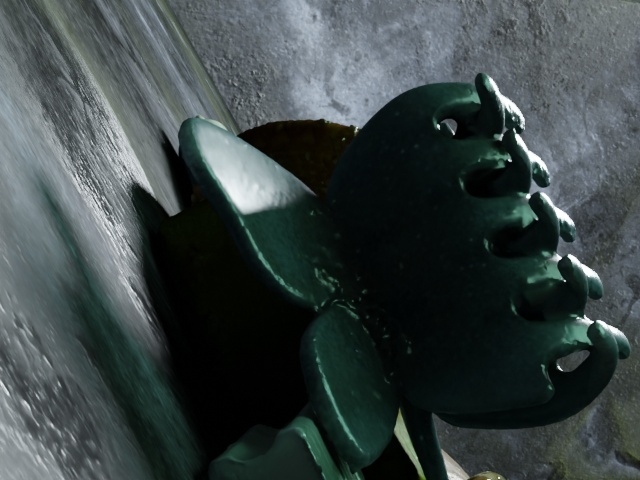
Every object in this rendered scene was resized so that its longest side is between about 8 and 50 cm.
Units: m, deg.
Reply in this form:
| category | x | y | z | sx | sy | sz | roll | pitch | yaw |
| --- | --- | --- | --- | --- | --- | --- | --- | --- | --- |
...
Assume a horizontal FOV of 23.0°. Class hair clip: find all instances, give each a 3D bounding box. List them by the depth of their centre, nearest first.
| category | x | y | z | sx | sy | sz | roll | pitch | yaw |
| --- | --- | --- | --- | --- | --- | --- | --- | --- | --- |
| hair clip | 0.100 | 0.029 | 1.340 | 0.392 | 0.238 | 0.318 | 40 | 25 | -61 |

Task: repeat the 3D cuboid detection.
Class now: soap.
| category | x | y | z | sx | sy | sz | roll | pitch | yaw |
| --- | --- | --- | --- | --- | --- | --- | --- | --- | --- |
| soap | -0.010 | 0.212 | 1.246 | 0.150 | 0.094 | 0.261 | 61 | 3 | 3 |

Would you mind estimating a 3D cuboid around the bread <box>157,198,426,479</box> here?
| category | x | y | z | sx | sy | sz | roll | pitch | yaw |
| --- | --- | --- | --- | --- | --- | --- | --- | --- | --- |
| bread | -0.019 | 0.127 | 1.540 | 0.366 | 0.129 | 0.382 | 56 | 6 | -33 |

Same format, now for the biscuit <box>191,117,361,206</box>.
| category | x | y | z | sx | sy | sz | roll | pitch | yaw |
| --- | --- | --- | --- | --- | --- | --- | --- | --- | --- |
| biscuit | 0.000 | 0.000 | 1.705 | 0.305 | 0.305 | 0.038 | 60 | 31 | -25 |

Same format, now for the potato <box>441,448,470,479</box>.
| category | x | y | z | sx | sy | sz | roll | pitch | yaw |
| --- | --- | --- | --- | --- | --- | --- | --- | --- | --- |
| potato | 0.097 | 0.297 | 1.775 | 0.195 | 0.176 | 0.369 | 28 | 17 | -29 |

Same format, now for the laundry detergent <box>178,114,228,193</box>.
| category | x | y | z | sx | sy | sz | roll | pitch | yaw |
| --- | --- | --- | --- | --- | --- | --- | --- | --- | --- |
| laundry detergent | -0.116 | -0.064 | 1.983 | 0.143 | 0.094 | 0.290 | 55 | 7 | -36 |

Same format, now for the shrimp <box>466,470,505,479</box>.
| category | x | y | z | sx | sy | sz | roll | pitch | yaw |
| --- | --- | --- | --- | --- | --- | --- | --- | --- | --- |
| shrimp | 0.118 | 0.379 | 1.492 | 0.233 | 0.071 | 0.365 | -55 | 156 | -50 |
